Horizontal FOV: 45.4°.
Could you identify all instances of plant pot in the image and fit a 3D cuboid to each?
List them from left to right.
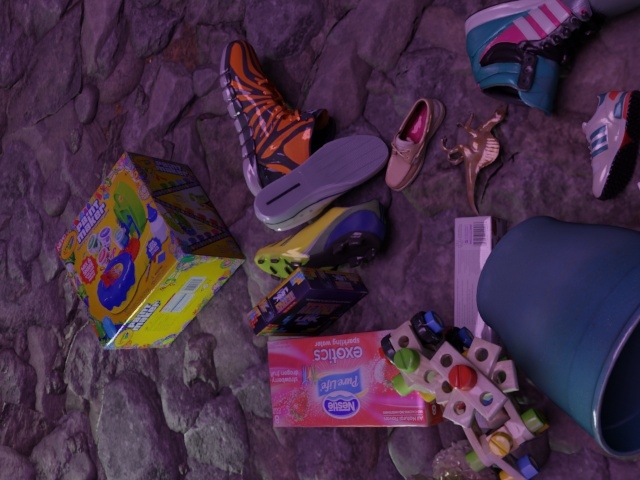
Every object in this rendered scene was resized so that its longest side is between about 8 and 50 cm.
[{"bbox_3d":[0.354,0.094,1.006,0.255,0.271,0.272,36,107,47],"label":"plant pot"}]

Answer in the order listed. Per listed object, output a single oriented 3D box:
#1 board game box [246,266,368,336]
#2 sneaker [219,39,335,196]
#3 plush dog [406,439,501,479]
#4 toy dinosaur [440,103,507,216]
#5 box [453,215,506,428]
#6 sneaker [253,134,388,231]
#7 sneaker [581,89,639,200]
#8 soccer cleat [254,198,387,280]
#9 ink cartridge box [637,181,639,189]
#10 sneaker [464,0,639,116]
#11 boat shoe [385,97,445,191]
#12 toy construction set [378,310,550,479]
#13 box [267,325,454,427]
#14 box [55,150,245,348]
[{"bbox_3d":[-0.020,0.110,1.322,0.141,0.170,0.048,-42,62,27],"label":"board game box"},{"bbox_3d":[-0.070,-0.245,1.438,0.180,0.124,0.321,-18,86,30],"label":"sneaker"},{"bbox_3d":[0.192,0.449,1.103,0.210,0.262,0.225,34,114,24],"label":"plush dog"},{"bbox_3d":[0.241,-0.139,1.227,0.092,0.053,0.183,22,99,34],"label":"toy dinosaur"},{"bbox_3d":[0.249,0.123,1.190,0.067,0.063,0.324,-3,84,36],"label":"box"},{"bbox_3d":[0.002,-0.102,1.355,0.258,0.091,0.094,-26,70,-2],"label":"sneaker"},{"bbox_3d":[0.413,-0.139,1.107,0.075,0.057,0.161,20,100,53],"label":"sneaker"},{"bbox_3d":[0.001,0.001,1.386,0.289,0.093,0.121,-16,46,39],"label":"soccer cleat"},{"bbox_3d":[0.477,-0.057,0.955,0.115,0.198,0.067,-25,72,32],"label":"ink cartridge box"},{"bbox_3d":[0.344,-0.276,1.116,0.295,0.124,0.178,-10,75,43],"label":"sneaker"},{"bbox_3d":[0.148,-0.165,1.292,0.063,0.059,0.170,32,104,34],"label":"boat shoe"},{"bbox_3d":[0.194,0.204,1.014,0.151,0.328,0.215,-31,56,7],"label":"toy construction set"},{"bbox_3d":[0.071,0.227,1.261,0.300,0.142,0.154,-9,81,35],"label":"box"},{"bbox_3d":[-0.356,0.026,1.574,0.290,0.177,0.279,-48,60,23],"label":"box"}]
